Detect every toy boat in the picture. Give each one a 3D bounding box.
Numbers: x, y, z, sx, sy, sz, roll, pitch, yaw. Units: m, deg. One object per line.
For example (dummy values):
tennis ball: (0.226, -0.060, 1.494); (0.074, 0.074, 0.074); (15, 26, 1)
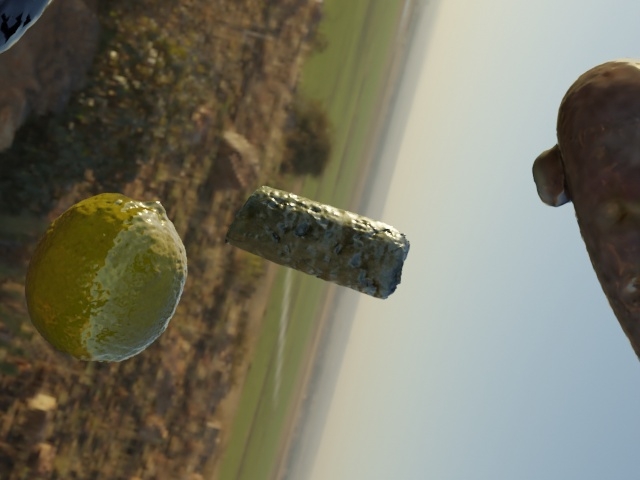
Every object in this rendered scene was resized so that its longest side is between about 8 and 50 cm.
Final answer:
toy boat: (0.167, 0.025, 0.490); (0.227, 0.085, 0.155); (64, 28, -9)

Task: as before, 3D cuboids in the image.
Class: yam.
yam: (0.000, 0.000, 1.040); (0.078, 0.179, 0.078); (19, 90, -85)

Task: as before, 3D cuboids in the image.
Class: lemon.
lemon: (-0.241, 0.044, 1.180); (0.193, 0.180, 0.180); (-33, -175, 11)

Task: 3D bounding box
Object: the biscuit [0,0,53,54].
biscuit: (-0.362, -0.258, 0.720); (0.091, 0.407, 0.407); (115, -7, -65)
